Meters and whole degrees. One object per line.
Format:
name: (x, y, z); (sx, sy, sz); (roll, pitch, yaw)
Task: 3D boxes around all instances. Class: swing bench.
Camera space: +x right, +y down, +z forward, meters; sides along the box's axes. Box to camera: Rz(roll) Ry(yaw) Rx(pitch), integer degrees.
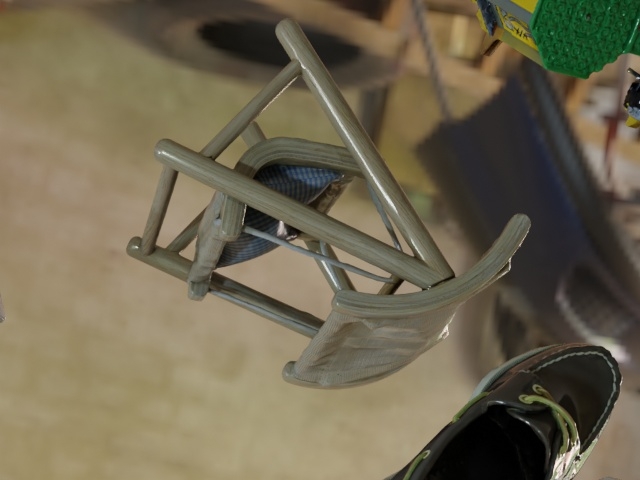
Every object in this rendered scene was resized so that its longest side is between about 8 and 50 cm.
swing bench: (0.000, 0.000, 1.579); (0.254, 0.165, 0.253); (42, 160, 5)

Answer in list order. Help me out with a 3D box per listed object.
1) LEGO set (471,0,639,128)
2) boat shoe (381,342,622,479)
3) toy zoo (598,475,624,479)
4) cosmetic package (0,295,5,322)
LEGO set: (0.180, -0.227, 1.018); (0.255, 0.331, 0.192); (2, -158, -28)
boat shoe: (0.109, 0.126, 1.159); (0.228, 0.081, 0.068); (-36, -178, -35)
toy zoo: (0.188, 0.260, 1.569); (0.293, 0.030, 0.192); (-21, -165, -15)
cosmetic package: (-0.376, 0.036, 1.534); (0.238, 0.127, 0.107); (-20, 157, 16)
